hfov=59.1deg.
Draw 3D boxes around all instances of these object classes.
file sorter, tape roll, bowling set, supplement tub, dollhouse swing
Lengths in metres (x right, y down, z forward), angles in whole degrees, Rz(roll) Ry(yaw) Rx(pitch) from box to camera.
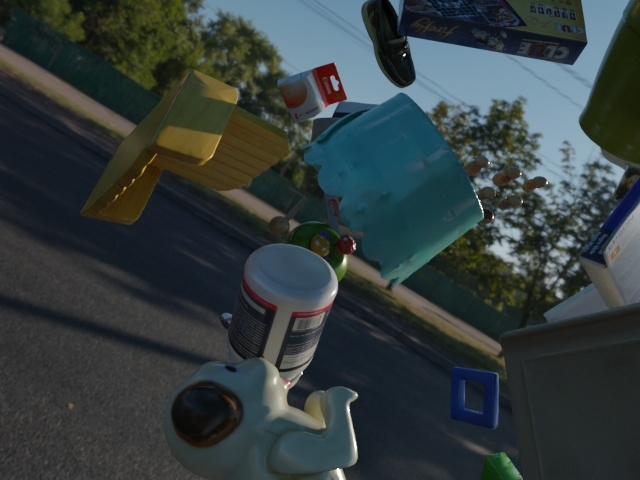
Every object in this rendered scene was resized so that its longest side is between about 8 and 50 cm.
[{"bbox_3d":[0.639,0.234,1.157,0.278,0.192,0.173,52,8,-17],"label":"file sorter"},{"bbox_3d":[0.087,-0.226,1.298,0.219,0.072,0.219,7,4,0],"label":"tape roll"},{"bbox_3d":[0.607,-0.152,1.887,0.287,0.200,0.154,13,-6,-3],"label":"bowling set"},{"bbox_3d":[-0.088,0.162,1.169,0.191,0.272,0.191,14,31,-9],"label":"supplement tub"},{"bbox_3d":[-0.279,-0.143,1.258,0.305,0.315,0.346,36,-42,-28],"label":"dollhouse swing"}]

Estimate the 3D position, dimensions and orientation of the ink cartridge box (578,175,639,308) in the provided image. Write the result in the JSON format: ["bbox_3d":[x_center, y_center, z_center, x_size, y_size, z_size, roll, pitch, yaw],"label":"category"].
[{"bbox_3d":[0.391,-0.038,0.652,0.045,0.223,0.224,36,-2,44],"label":"ink cartridge box"}]

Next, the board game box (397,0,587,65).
[{"bbox_3d":[0.232,-0.333,0.773,0.243,0.165,0.042,10,-28,-2],"label":"board game box"}]

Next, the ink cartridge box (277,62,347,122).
[{"bbox_3d":[-0.021,-0.441,1.698,0.145,0.179,0.045,63,18,-47],"label":"ink cartridge box"}]

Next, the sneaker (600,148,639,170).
[{"bbox_3d":[1.101,-0.308,1.834,0.130,0.236,0.323,62,4,-30],"label":"sneaker"}]

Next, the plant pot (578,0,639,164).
[{"bbox_3d":[0.846,-0.390,1.401,0.366,0.353,0.366,12,42,-11],"label":"plant pot"}]

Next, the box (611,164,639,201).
[{"bbox_3d":[0.702,-0.097,1.191,0.058,0.087,0.232,20,15,-1],"label":"box"}]

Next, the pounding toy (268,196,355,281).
[{"bbox_3d":[0.000,0.000,1.441,0.237,0.183,0.110,53,-39,-4],"label":"pounding toy"}]

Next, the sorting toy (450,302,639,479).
[{"bbox_3d":[0.277,0.174,0.555,0.047,0.196,0.347,7,-22,-36],"label":"sorting toy"}]

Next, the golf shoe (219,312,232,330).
[{"bbox_3d":[-0.221,0.260,1.680,0.186,0.086,0.067,27,-29,30],"label":"golf shoe"}]

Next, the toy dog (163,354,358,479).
[{"bbox_3d":[-0.094,0.383,0.931,0.408,0.395,0.284,58,-8,4],"label":"toy dog"}]

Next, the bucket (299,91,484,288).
[{"bbox_3d":[0.115,-0.084,0.899,0.281,0.183,0.281,56,6,-8],"label":"bucket"}]

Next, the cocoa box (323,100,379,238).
[{"bbox_3d":[0.145,-0.192,1.651,0.231,0.228,0.347,9,-40,18],"label":"cocoa box"}]

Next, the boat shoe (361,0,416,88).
[{"bbox_3d":[0.170,-0.469,1.339,0.224,0.080,0.073,62,-16,-17],"label":"boat shoe"}]
